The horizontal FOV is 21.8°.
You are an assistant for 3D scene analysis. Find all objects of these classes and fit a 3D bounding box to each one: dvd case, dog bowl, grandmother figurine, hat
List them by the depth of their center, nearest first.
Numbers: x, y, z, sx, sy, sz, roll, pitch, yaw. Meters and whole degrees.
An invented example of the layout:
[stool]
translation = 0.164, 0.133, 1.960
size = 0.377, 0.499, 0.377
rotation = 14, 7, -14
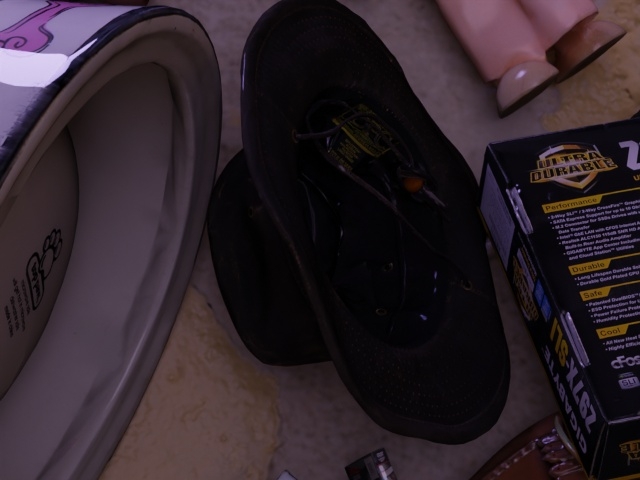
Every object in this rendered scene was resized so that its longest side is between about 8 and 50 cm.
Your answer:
[dog bowl]
translation = -0.215, 0.027, 1.036
size = 0.150, 0.408, 0.408
rotation = 21, 76, 13
[hat]
translation = 0.000, 0.000, 1.157
size = 0.134, 0.331, 0.331
rotation = -24, 79, 27
[dvd case]
translation = 0.053, 0.208, 1.170
size = 0.013, 0.087, 0.119
rotation = -21, 80, -16
[grandmother figurine]
translation = 0.096, -0.270, 1.274
size = 0.208, 0.104, 0.342
rotation = -31, 84, -30

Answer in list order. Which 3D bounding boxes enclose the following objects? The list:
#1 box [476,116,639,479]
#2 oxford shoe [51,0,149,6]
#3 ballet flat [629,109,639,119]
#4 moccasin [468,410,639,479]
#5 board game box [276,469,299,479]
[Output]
[box]
translation = 0.301, 0.018, 1.158
size = 0.322, 0.079, 0.257
rotation = -10, 48, -9
[oxford shoe]
translation = -0.199, -0.360, 1.178
size = 0.147, 0.140, 0.396
rotation = -1, 106, 2
[ballet flat]
translation = 0.257, -0.080, 1.284
size = 0.173, 0.049, 0.057
rotation = -41, 112, -8
[moccasin]
translation = 0.254, 0.162, 1.170
size = 0.380, 0.147, 0.139
rotation = -18, 80, -10
[board game box]
translation = 0.029, 0.309, 1.096
size = 0.275, 0.142, 0.144
rotation = 37, 52, 3
